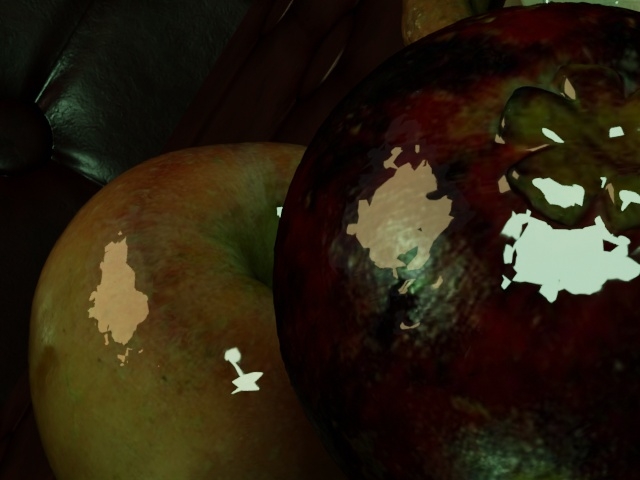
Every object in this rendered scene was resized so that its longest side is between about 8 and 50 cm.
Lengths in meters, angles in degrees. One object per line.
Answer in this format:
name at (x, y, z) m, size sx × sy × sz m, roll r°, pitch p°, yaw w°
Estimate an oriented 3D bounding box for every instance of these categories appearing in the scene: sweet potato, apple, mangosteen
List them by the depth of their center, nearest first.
mangosteen at (0.122, 0.029, 0.781) m, size 0.311 × 0.311 × 0.311 m, roll -52°, pitch 18°, yaw 25°
apple at (-0.051, 0.106, 1.159) m, size 0.305 × 0.338 × 0.338 m, roll 108°, pitch 177°, yaw -46°
sweet potato at (0.126, -0.207, 1.534) m, size 0.097 × 0.097 × 0.292 m, roll -51°, pitch 19°, yaw 29°

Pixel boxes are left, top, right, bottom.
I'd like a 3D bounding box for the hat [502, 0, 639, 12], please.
hat at (0.200, -0.099, 1.181) m, size 0.244 × 0.149 × 0.214 m, roll 75°, pitch -167°, yaw -64°
